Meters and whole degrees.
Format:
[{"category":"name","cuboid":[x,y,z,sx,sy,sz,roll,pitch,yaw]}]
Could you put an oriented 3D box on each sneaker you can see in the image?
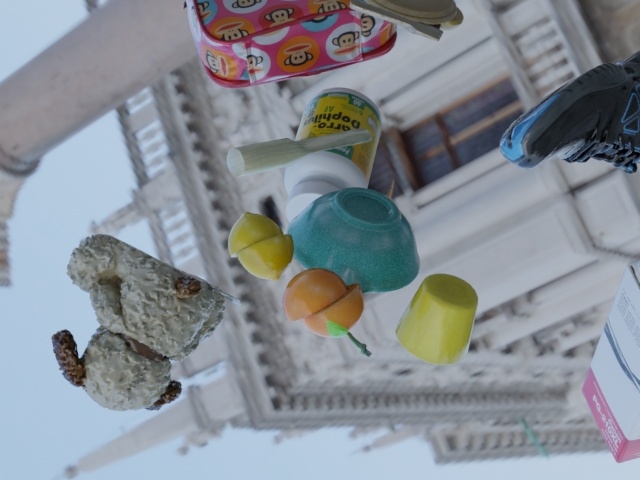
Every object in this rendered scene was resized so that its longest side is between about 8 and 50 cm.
[{"category":"sneaker","cuboid":[0.366,-0.147,1.541,0.341,0.125,0.139,-26,-93,-34]}]

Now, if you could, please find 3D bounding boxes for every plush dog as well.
[{"category":"plush dog","cuboid":[-0.256,0.141,1.780,0.262,0.225,0.210,28,177,-29]}]

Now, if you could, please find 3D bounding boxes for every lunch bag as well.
[{"category":"lunch bag","cuboid":[-0.051,-0.356,1.783,0.120,0.293,0.258,87,168,-51]}]

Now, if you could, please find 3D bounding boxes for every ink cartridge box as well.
[{"category":"ink cartridge box","cuboid":[0.370,0.105,1.201,0.237,0.172,0.100,91,163,-54]}]

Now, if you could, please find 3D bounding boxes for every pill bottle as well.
[{"category":"pill bottle","cuboid":[0.014,-0.108,1.729,0.117,0.117,0.208,45,-139,-29]}]

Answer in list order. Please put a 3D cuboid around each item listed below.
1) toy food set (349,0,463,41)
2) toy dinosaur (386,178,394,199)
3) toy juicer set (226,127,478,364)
[{"category":"toy food set","cuboid":[0.107,-0.282,1.481,0.132,0.038,0.192,22,-144,8]},{"category":"toy dinosaur","cuboid":[0.055,0.027,1.691,0.064,0.112,0.211,42,-135,-25]},{"category":"toy juicer set","cuboid":[0.000,0.000,1.183,0.209,0.089,0.329,1,-143,-23]}]
